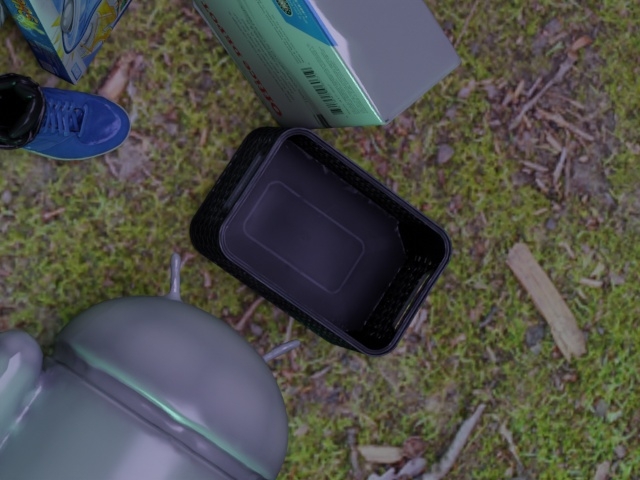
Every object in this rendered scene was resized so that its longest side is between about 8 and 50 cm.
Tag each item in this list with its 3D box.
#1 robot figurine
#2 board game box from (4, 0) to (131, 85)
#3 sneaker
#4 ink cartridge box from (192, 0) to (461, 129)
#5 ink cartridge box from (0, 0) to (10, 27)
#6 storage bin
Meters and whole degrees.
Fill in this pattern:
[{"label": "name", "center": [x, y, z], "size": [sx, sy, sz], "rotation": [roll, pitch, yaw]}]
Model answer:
[{"label": "robot figurine", "center": [-0.158, 0.189, 1.356], "size": [0.300, 0.200, 0.353], "rotation": [38, 80, -33]}, {"label": "board game box", "center": [-0.178, -0.214, 1.322], "size": [0.035, 0.201, 0.136], "rotation": [28, 76, 14]}, {"label": "sneaker", "center": [-0.212, -0.093, 1.378], "size": [0.152, 0.084, 0.058], "rotation": [9, 90, -21]}, {"label": "ink cartridge box", "center": [-0.002, -0.167, 1.390], "size": [0.086, 0.203, 0.148], "rotation": [-40, 106, -16]}, {"label": "ink cartridge box", "center": [-0.297, -0.217, 1.306], "size": [0.158, 0.092, 0.218], "rotation": [28, 85, 7]}, {"label": "storage bin", "center": [0.000, 0.000, 1.465], "size": [0.180, 0.084, 0.122], "rotation": [36, 81, -18]}]
